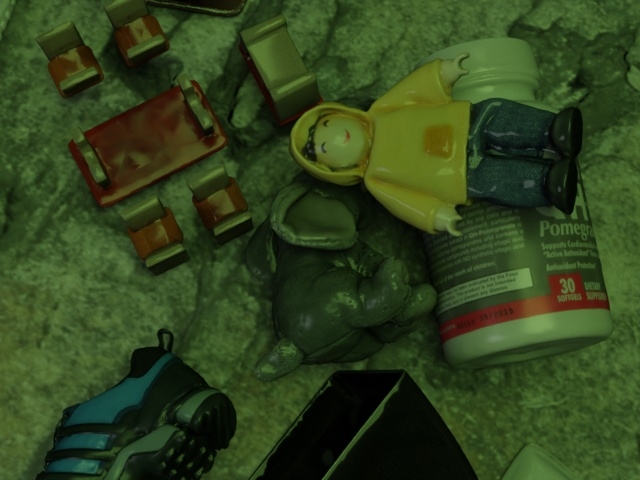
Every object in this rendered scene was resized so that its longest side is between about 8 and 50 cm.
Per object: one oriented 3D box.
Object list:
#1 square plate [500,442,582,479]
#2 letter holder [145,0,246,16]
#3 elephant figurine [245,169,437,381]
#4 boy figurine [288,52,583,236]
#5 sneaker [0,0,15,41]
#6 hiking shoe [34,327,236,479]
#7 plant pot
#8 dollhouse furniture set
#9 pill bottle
[{"bbox_3d":[0.259,0.440,1.400,0.344,0.049,0.347,37,73,0],"label":"square plate"},{"bbox_3d":[-0.149,-0.414,1.479,0.214,0.152,0.302,8,75,-11],"label":"letter holder"},{"bbox_3d":[0.000,0.000,1.422,0.169,0.186,0.239,-35,69,26],"label":"elephant figurine"},{"bbox_3d":[0.106,-0.095,1.331,0.285,0.092,0.177,8,88,18],"label":"boy figurine"},{"bbox_3d":[-0.363,-0.222,1.433,0.095,0.090,0.235,44,76,-11],"label":"sneaker"},{"bbox_3d":[-0.224,0.231,1.345,0.304,0.113,0.132,-40,56,-11],"label":"hiking shoe"},{"bbox_3d":[0.049,0.248,1.346,0.167,0.187,0.188,42,72,-12],"label":"plant pot"},{"bbox_3d":[-0.131,-0.126,1.443,0.259,0.135,0.262,-27,82,-4],"label":"dollhouse furniture set"},{"bbox_3d":[0.186,-0.038,1.436,0.176,0.176,0.319,-7,78,-13],"label":"pill bottle"}]
